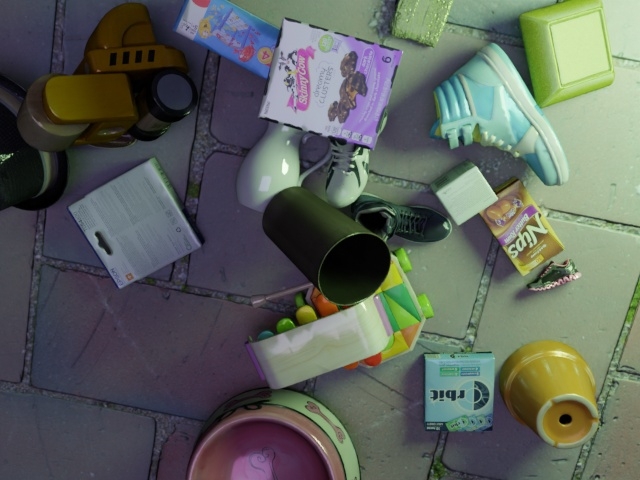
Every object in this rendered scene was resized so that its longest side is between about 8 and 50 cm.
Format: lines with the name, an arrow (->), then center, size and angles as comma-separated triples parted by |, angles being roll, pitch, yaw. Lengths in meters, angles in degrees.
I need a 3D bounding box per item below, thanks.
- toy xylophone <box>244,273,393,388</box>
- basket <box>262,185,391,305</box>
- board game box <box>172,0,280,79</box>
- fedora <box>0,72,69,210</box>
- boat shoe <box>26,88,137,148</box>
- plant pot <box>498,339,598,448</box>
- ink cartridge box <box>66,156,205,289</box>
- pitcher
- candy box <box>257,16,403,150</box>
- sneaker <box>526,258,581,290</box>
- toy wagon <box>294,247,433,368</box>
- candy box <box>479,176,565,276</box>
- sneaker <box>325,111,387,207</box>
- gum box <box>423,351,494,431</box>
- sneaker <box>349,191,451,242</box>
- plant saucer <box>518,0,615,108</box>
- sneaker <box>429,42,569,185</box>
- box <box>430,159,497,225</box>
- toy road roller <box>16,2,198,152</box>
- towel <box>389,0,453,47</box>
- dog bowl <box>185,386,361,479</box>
toy xylophone -> -0.014, 0.189, 1.468 | 0.323, 0.081, 0.236 | -13, 102, 7
basket -> 0.000, 0.000, 1.357 | 0.154, 0.227, 0.204 | -53, 141, 4
board game box -> -0.087, -0.353, 1.286 | 0.308, 0.302, 0.086 | 27, 104, -4
fedora -> -0.680, -0.179, 1.390 | 0.334, 0.152, 0.333 | 9, 125, 14
boat shoe -> -0.512, -0.246, 1.440 | 0.258, 0.095, 0.095 | 14, 105, -1
plant pot -> 0.510, 0.347, 1.500 | 0.205, 0.188, 0.205 | 1, 105, 2
ink cartridge box -> -0.404, -0.035, 1.516 | 0.224, 0.045, 0.223 | -27, 102, 10
pitcher -> -0.074, -0.153, 1.441 | 0.178, 0.125, 0.207 | 20, 94, -18
candy box -> 0.014, -0.252, 1.115 | 0.196, 0.070, 0.164 | 15, 105, -2
sneaker -> 0.503, 0.075, 1.508 | 0.119, 0.047, 0.057 | -20, 88, 4
toy wagon -> 0.079, 0.111, 1.521 | 0.267, 0.068, 0.344 | -25, 102, 8
candy box -> 0.424, -0.030, 1.476 | 0.109, 0.053, 0.186 | -35, 102, 10
sneaker -> 0.046, -0.183, 1.384 | 0.094, 0.153, 0.234 | 32, 101, 25
gum box -> 0.316, 0.348, 1.585 | 0.157, 0.041, 0.184 | -1, 106, 3
sneaker -> 0.170, -0.031, 1.432 | 0.226, 0.163, 0.086 | 14, 103, -2
plant saucer -> 0.496, -0.374, 1.351 | 0.188, 0.045, 0.188 | -20, 104, -15
sneaker -> 0.344, -0.211, 1.397 | 0.208, 0.127, 0.319 | -32, 91, 8
box -> 0.297, -0.101, 1.437 | 0.102, 0.101, 0.087 | -33, 101, 10
toy road roller -> -0.417, -0.315, 1.325 | 0.330, 0.203, 0.240 | -15, 90, -33
towel -> 0.208, -0.470, 1.383 | 0.110, 0.027, 0.148 | 15, 104, -2
dog bowl -> -0.118, 0.541, 1.538 | 0.408, 0.150, 0.407 | -1, 86, 8
